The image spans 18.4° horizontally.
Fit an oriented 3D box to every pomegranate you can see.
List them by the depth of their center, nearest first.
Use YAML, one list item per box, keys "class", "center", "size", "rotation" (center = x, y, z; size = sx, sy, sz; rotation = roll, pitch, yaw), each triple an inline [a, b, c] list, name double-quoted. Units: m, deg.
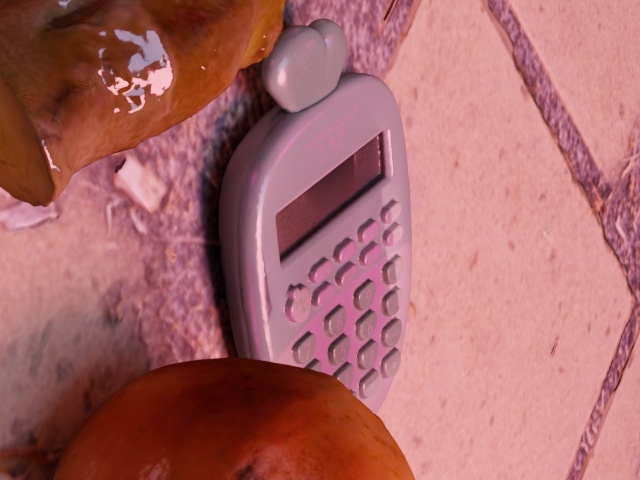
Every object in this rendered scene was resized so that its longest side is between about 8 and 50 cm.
- class: "pomegranate"
  center: [-0.045, 0.162, 1.080]
  size: [0.209, 0.209, 0.209]
  rotation: [-19, 113, -54]

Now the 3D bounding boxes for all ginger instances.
- class: "ginger"
  center: [-0.091, -0.119, 1.017]
  size: [0.263, 0.109, 0.116]
  rotation: [-50, 139, -38]

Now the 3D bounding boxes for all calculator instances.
- class: "calculator"
  center: [0.000, 0.000, 1.248]
  size: [0.185, 0.041, 0.299]
  rotation: [-41, 132, -46]
